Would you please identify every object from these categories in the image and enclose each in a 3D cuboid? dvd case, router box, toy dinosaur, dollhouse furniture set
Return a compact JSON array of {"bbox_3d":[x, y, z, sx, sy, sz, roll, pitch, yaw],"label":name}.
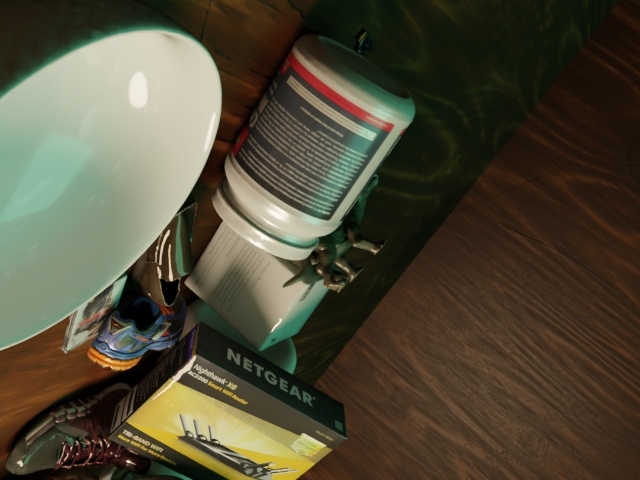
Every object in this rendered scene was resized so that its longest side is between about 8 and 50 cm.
[{"bbox_3d":[-0.322,0.102,1.147,0.087,0.013,0.119,-34,160,-48],"label":"dvd case"},{"bbox_3d":[-0.150,0.299,1.333,0.243,0.309,0.081,-45,-154,25],"label":"router box"},{"bbox_3d":[0.000,0.000,1.306,0.313,0.160,0.121,-39,170,-41],"label":"toy dinosaur"},{"bbox_3d":[-0.417,0.509,1.543,0.129,0.184,0.129,-34,159,-46],"label":"dollhouse furniture set"}]

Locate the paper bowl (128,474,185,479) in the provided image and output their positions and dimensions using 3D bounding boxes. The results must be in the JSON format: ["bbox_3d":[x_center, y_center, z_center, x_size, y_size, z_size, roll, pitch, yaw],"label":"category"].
[{"bbox_3d":[-0.298,0.506,1.364,0.284,0.148,0.284,-16,142,-13],"label":"paper bowl"}]

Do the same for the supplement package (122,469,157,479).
[{"bbox_3d":[-0.391,0.678,1.925,0.139,0.244,0.134,-51,166,0],"label":"supplement package"}]

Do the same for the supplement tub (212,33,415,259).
[{"bbox_3d":[-0.014,-0.129,1.127,0.272,0.191,0.191,-55,165,20],"label":"supplement tub"}]

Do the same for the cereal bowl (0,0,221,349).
[{"bbox_3d":[-0.248,-0.069,0.676,0.339,0.141,0.339,-46,165,-16],"label":"cereal bowl"}]

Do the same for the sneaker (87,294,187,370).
[{"bbox_3d":[-0.260,0.121,1.224,0.087,0.083,0.221,-64,172,21],"label":"sneaker"}]

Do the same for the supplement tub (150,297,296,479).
[{"bbox_3d":[-0.208,0.281,1.506,0.228,0.228,0.316,-27,153,-57],"label":"supplement tub"}]

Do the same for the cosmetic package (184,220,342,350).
[{"bbox_3d":[-0.096,0.062,1.377,0.151,0.184,0.151,-55,165,21],"label":"cosmetic package"}]

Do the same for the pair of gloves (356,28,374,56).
[{"bbox_3d":[0.055,-0.294,1.281,0.083,0.010,0.074,-54,164,6],"label":"pair of gloves"}]

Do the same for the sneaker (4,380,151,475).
[{"bbox_3d":[-0.361,0.339,1.322,0.106,0.162,0.281,-57,164,26],"label":"sneaker"}]

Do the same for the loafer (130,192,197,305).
[{"bbox_3d":[-0.205,0.012,1.135,0.080,0.078,0.220,-38,161,-40],"label":"loafer"}]
